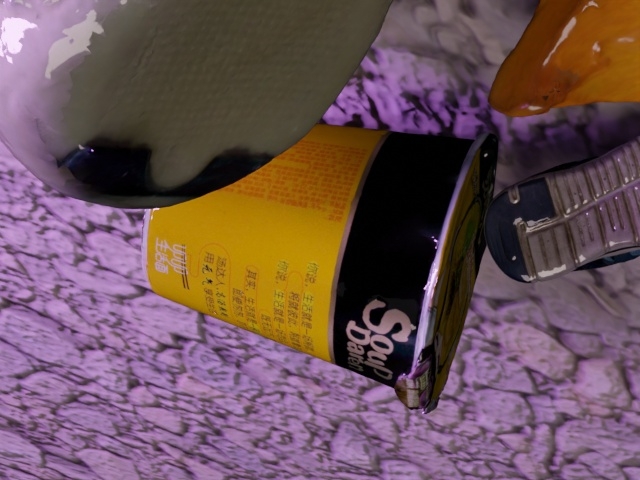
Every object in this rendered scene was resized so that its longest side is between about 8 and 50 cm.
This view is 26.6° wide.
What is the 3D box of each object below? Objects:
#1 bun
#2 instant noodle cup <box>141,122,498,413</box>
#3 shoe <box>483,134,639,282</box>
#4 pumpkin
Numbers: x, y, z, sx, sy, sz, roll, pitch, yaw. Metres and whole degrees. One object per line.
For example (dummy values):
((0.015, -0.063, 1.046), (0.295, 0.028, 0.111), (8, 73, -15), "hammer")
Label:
((-0.094, -0.165, 0.813), (0.187, 0.293, 0.293), (44, 151, 21), "bun")
((0.000, 0.000, 1.025), (0.236, 0.215, 0.215), (13, 146, 14), "instant noodle cup")
((0.221, -0.030, 1.000), (0.207, 0.091, 0.106), (-16, -177, 11), "shoe")
((0.274, -0.150, 0.805), (0.290, 0.095, 0.258), (11, 141, -4), "pumpkin")
